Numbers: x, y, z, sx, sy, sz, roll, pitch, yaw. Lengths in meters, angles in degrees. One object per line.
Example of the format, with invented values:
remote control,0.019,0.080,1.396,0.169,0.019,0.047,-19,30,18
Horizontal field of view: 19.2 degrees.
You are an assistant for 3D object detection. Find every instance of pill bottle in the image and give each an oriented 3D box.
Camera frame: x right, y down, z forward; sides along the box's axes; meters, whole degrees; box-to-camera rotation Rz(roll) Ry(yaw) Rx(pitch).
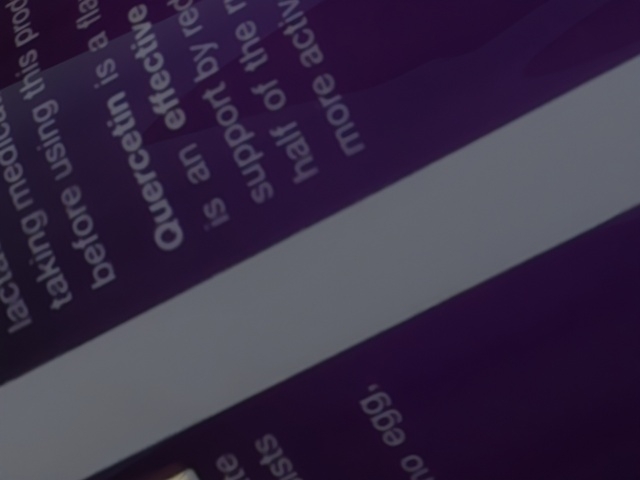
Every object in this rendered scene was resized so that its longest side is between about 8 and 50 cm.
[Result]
pill bottle,0.000,0.000,0.407,0.323,0.181,0.181,-27,103,14
